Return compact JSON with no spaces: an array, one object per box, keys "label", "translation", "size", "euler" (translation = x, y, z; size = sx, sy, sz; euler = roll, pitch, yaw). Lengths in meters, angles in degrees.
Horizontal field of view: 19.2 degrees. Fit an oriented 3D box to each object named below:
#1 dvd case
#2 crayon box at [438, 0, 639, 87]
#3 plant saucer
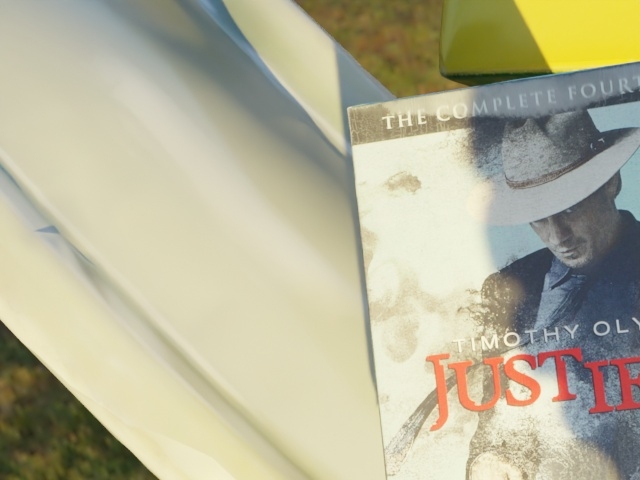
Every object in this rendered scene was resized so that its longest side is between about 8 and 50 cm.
[{"label":"dvd case","translation":[0.052,0.028,0.343],"size":[0.087,0.013,0.119],"euler":[-7,82,17]},{"label":"crayon box","translation":[0.206,-0.227,0.653],"size":[0.313,0.106,0.363],"euler":[4,85,45]},{"label":"plant saucer","translation":[0.000,0.000,0.604],"size":[0.100,0.400,0.400],"euler":[-46,43,4]}]
